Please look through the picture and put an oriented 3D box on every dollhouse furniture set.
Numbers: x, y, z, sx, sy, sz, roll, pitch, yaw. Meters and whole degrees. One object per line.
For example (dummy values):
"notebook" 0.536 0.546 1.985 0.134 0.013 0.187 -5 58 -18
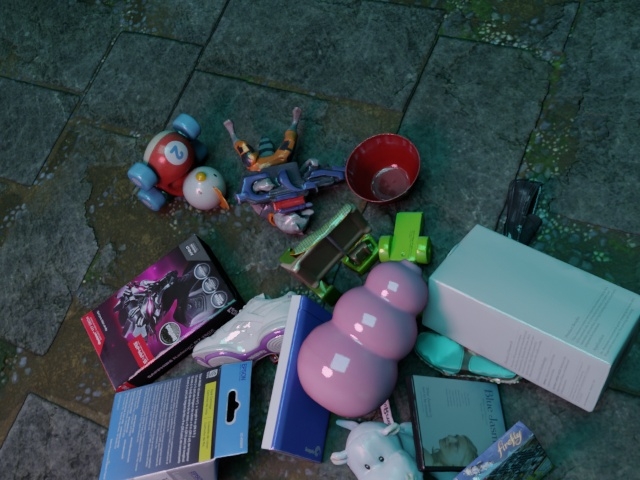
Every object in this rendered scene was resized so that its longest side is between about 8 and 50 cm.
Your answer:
"dollhouse furniture set" 0.000 0.000 1.657 0.197 0.301 0.151 -47 65 -2

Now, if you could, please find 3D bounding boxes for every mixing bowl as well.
"mixing bowl" 0.159 -0.157 1.786 0.181 0.098 0.181 -6 67 15

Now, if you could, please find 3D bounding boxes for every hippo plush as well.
"hippo plush" 0.160 0.419 1.464 0.234 0.236 0.294 -30 62 5

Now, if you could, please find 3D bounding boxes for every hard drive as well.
"hard drive" -0.029 0.302 1.591 0.040 0.210 0.319 0 68 29

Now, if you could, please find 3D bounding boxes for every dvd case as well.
"dvd case" 0.278 0.365 1.462 0.022 0.253 0.180 -34 54 46

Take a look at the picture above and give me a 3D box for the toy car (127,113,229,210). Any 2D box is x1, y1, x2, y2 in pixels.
"toy car" -0.326 -0.161 1.907 0.238 0.210 0.219 31 68 14

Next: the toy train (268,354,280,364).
"toy train" -0.104 0.271 1.734 0.036 0.027 0.158 -45 61 0

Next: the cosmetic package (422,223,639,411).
"cosmetic package" 0.424 0.145 1.497 0.385 0.156 0.217 27 48 28

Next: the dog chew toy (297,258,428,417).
"dog chew toy" 0.098 0.186 1.485 0.206 0.206 0.332 33 92 27

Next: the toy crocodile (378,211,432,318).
"toy crocodile" 0.195 0.085 1.677 0.115 0.105 0.341 -4 61 17

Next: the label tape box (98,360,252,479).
"label tape box" -0.299 0.427 1.642 0.347 0.115 0.249 -15 41 10

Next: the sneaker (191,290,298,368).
"sneaker" -0.163 0.214 1.722 0.305 0.114 0.152 -22 45 22

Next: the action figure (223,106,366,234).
"action figure" -0.072 -0.167 1.870 0.341 0.178 0.330 -6 69 -16

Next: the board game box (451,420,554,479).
"board game box" 0.328 0.471 1.422 0.243 0.165 0.042 -40 43 -3

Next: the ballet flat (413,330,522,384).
"ballet flat" 0.316 0.257 1.572 0.241 0.077 0.091 15 80 25

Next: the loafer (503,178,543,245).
"loafer" 0.454 -0.039 1.649 0.078 0.076 0.223 0 64 27

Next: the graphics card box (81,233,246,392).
"graphics card box" -0.389 0.185 1.830 0.371 0.094 0.233 -35 61 1
